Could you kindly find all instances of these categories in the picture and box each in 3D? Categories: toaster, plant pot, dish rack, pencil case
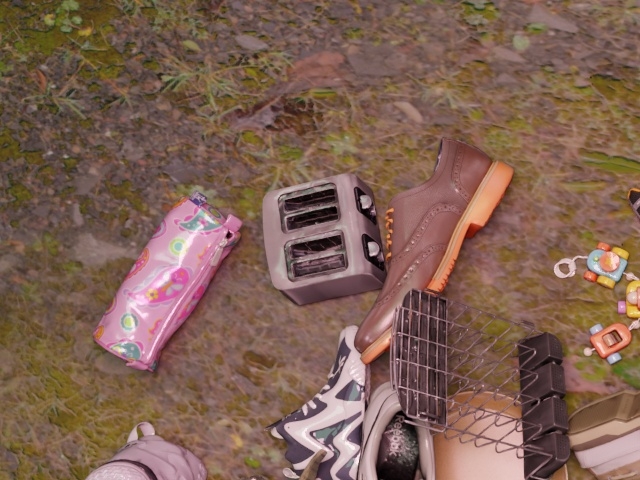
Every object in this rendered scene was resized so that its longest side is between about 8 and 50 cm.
[{"bbox_3d":[0.000,0.000,1.357,0.185,0.110,0.168,-12,70,13],"label":"toaster"},{"bbox_3d":[0.222,0.329,1.233,0.236,0.032,0.236,-5,74,16],"label":"plant pot"},{"bbox_3d":[0.203,0.182,1.153,0.271,0.074,0.208,19,52,-18],"label":"dish rack"},{"bbox_3d":[-0.239,0.065,1.404,0.124,0.124,0.284,31,84,23],"label":"pencil case"}]

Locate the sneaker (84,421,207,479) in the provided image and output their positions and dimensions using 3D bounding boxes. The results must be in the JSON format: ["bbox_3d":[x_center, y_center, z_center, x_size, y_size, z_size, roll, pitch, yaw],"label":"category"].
[{"bbox_3d":[-0.206,0.439,1.280,0.137,0.210,0.366,-23,103,10],"label":"sneaker"}]

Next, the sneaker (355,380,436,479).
[{"bbox_3d":[0.094,0.354,1.153,0.122,0.146,0.331,-1,85,1],"label":"sneaker"}]

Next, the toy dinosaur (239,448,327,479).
[{"bbox_3d":[-0.065,0.395,1.257,0.118,0.064,0.268,22,102,33],"label":"toy dinosaur"}]

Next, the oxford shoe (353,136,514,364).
[{"bbox_3d":[0.135,0.012,1.283,0.132,0.130,0.364,33,72,5],"label":"oxford shoe"}]

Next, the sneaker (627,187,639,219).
[{"bbox_3d":[0.526,-0.098,1.242,0.215,0.084,0.083,-41,62,3],"label":"sneaker"}]

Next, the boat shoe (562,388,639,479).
[{"bbox_3d":[0.450,0.230,1.102,0.302,0.113,0.103,-31,97,47],"label":"boat shoe"}]

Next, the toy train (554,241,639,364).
[{"bbox_3d":[0.402,0.081,1.244,0.125,0.046,0.166,-26,69,8],"label":"toy train"}]

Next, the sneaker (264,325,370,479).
[{"bbox_3d":[-0.006,0.241,1.294,0.153,0.094,0.235,0,84,8],"label":"sneaker"}]
